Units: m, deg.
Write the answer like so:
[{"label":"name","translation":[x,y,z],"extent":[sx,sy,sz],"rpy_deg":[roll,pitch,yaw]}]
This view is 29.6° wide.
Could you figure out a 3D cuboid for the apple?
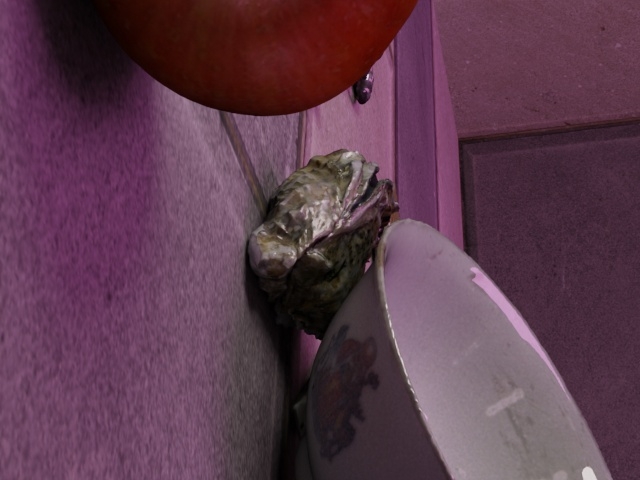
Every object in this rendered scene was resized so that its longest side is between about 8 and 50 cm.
[{"label":"apple","translation":[-0.031,-0.199,0.743],"extent":[0.241,0.242,0.242],"rpy_deg":[-57,139,-76]}]

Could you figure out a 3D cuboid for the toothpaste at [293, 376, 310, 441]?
[{"label":"toothpaste","translation":[0.000,0.154,1.256],"extent":[0.197,0.029,0.048],"rpy_deg":[-53,135,-70]}]

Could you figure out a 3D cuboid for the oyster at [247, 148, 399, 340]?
[{"label":"oyster","translation":[0.000,0.000,1.183],"extent":[0.267,0.112,0.198],"rpy_deg":[79,30,-67]}]

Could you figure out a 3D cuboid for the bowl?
[{"label":"bowl","translation":[0.105,0.215,1.111],"extent":[0.435,0.196,0.435],"rpy_deg":[47,23,-27]}]

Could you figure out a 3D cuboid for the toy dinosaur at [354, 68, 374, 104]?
[{"label":"toy dinosaur","translation":[0.063,-0.304,1.708],"extent":[0.294,0.077,0.162],"rpy_deg":[56,30,-69]}]

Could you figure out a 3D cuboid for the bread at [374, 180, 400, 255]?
[{"label":"bread","translation":[0.100,0.017,1.846],"extent":[0.112,0.036,0.193],"rpy_deg":[-76,162,-48]}]
